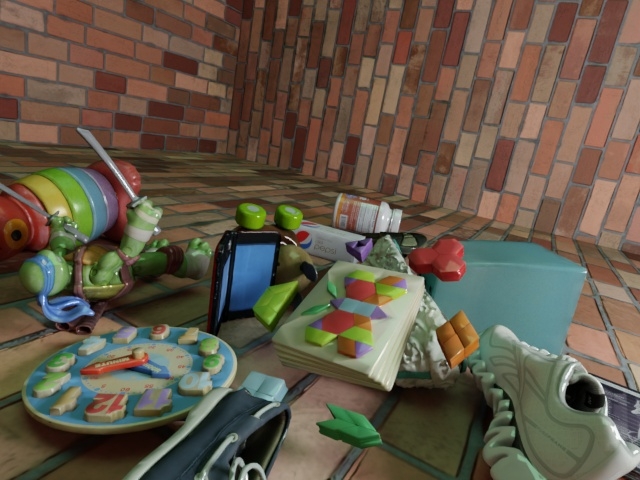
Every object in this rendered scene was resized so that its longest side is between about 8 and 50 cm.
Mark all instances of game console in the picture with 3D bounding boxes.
[{"bbox_3d":[-0.107,0.064,0.589,0.085,0.144,0.124,7,15,-7],"label":"game console"}]

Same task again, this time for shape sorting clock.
[{"bbox_3d":[-0.195,0.135,0.440,0.205,0.041,0.206,4,16,-1],"label":"shape sorting clock"}]

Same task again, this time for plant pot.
[{"bbox_3d":[0.303,0.091,0.748,0.233,0.166,0.166,6,15,-5],"label":"plant pot"}]

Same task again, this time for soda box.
[{"bbox_3d":[0.000,0.000,1.050,0.215,0.069,0.074,15,15,19],"label":"soda box"}]

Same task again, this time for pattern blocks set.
[{"bbox_3d":[0.044,0.091,0.509,0.285,0.026,0.325,0,34,20],"label":"pattern blocks set"}]

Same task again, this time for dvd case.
[{"bbox_3d":[0.421,0.248,0.514,0.164,0.018,0.221,19,18,33],"label":"dvd case"}]

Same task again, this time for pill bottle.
[{"bbox_3d":[0.153,-0.078,1.342,0.215,0.121,0.121,13,15,8],"label":"pill bottle"}]

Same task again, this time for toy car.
[{"bbox_3d":[-0.072,0.047,0.704,0.148,0.155,0.188,-1,31,-36],"label":"toy car"}]

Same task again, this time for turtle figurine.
[{"bbox_3d":[-0.296,-0.019,0.601,0.275,0.197,0.266,60,13,16],"label":"turtle figurine"}]

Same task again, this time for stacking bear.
[{"bbox_3d":[-0.496,-0.048,0.738,0.164,0.176,0.289,18,24,18],"label":"stacking bear"}]

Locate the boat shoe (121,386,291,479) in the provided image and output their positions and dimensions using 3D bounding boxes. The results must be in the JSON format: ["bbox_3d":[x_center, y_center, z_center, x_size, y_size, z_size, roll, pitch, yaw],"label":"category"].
[{"bbox_3d":[-0.076,0.185,0.274,0.078,0.096,0.254,1,5,7],"label":"boat shoe"}]

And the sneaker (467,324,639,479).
[{"bbox_3d":[0.243,0.168,0.453,0.110,0.118,0.292,39,19,0],"label":"sneaker"}]

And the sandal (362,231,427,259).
[{"bbox_3d":[0.196,0.020,1.103,0.120,0.087,0.303,2,1,-10],"label":"sandal"}]

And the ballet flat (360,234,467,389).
[{"bbox_3d":[0.106,0.094,0.674,0.146,0.147,0.409,9,15,-4],"label":"ballet flat"}]
